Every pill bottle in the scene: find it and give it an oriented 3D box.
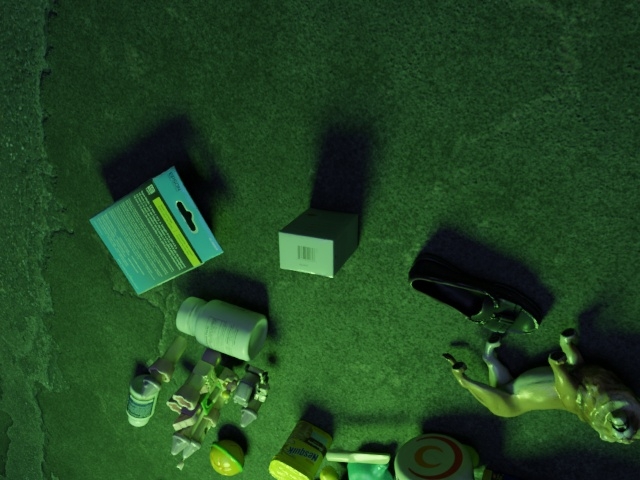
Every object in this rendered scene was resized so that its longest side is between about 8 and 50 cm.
[{"bbox_3d":[-0.272,0.235,1.461,0.229,0.131,0.131,15,118,18],"label":"pill bottle"},{"bbox_3d":[-0.593,0.536,1.766,0.094,0.094,0.169,27,121,12],"label":"pill bottle"}]

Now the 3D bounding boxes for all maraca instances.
[{"bbox_3d":[-0.303,0.698,1.709,0.127,0.099,0.186,45,149,3],"label":"maraca"}]

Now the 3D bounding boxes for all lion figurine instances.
[{"bbox_3d":[0.482,0.330,1.173,0.392,0.142,0.240,-11,116,43],"label":"lion figurine"}]

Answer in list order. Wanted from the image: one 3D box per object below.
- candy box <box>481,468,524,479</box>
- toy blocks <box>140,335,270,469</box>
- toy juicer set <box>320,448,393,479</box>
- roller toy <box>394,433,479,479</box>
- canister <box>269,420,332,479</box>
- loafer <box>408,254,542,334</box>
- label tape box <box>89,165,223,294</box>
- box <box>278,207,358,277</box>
[{"bbox_3d":[0.513,0.701,1.227,0.317,0.268,0.122,8,112,21],"label":"candy box"},{"bbox_3d":[-0.329,0.474,1.473,0.309,0.260,0.289,17,141,16],"label":"toy blocks"},{"bbox_3d":[0.102,0.653,1.500,0.209,0.089,0.329,10,126,20],"label":"toy juicer set"},{"bbox_3d":[0.285,0.599,1.331,0.209,0.191,0.146,-2,112,25],"label":"roller toy"},{"bbox_3d":[-0.051,0.603,1.501,0.126,0.170,0.073,24,120,13],"label":"canister"},{"bbox_3d":[0.328,0.135,1.159,0.302,0.095,0.109,26,121,12],"label":"loafer"},{"bbox_3d":[-0.418,-0.031,1.422,0.347,0.115,0.249,-24,101,29],"label":"label tape box"},{"bbox_3d":[0.000,0.000,1.206,0.130,0.170,0.091,9,114,21],"label":"box"}]
